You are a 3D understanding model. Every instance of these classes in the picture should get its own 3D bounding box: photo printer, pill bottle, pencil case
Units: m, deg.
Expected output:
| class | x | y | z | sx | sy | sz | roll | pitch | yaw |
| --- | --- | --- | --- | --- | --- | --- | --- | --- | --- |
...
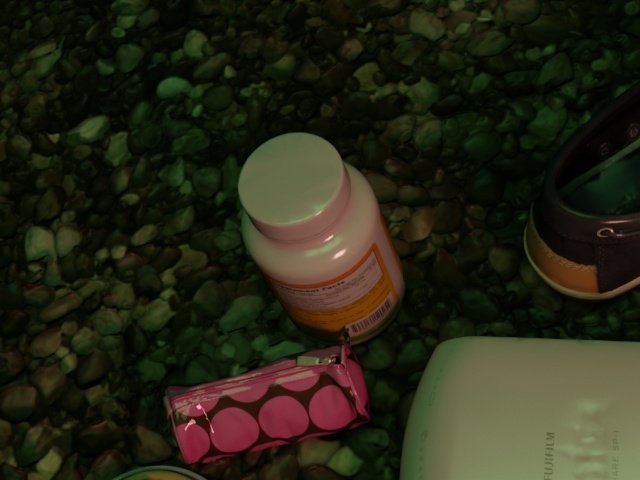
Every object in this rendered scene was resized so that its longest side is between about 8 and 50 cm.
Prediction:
| class | x | y | z | sx | sy | sz | roll | pitch | yaw |
| --- | --- | --- | --- | --- | --- | --- | --- | --- | --- |
| photo printer | 0.227 | 0.212 | 0.984 | 0.307 | 0.107 | 0.256 | 1 | 63 | 16 |
| pill bottle | 0.000 | 0.000 | 1.081 | 0.136 | 0.245 | 0.136 | -7 | 60 | 12 |
| pencil case | -0.057 | 0.162 | 1.096 | 0.209 | 0.098 | 0.095 | -17 | 59 | 7 |

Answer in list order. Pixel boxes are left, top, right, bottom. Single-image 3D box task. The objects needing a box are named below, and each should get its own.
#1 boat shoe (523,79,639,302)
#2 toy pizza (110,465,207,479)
| class | x | y | z | sx | sy | sz | roll | pitch | yaw |
| --- | --- | --- | --- | --- | --- | --- | --- | --- | --- |
| boat shoe | 0.418 | -0.128 | 1.093 | 0.500 | 0.156 | 0.187 | -35 | 57 | -6 |
| toy pizza | -0.177 | 0.321 | 1.079 | 0.201 | 0.032 | 0.201 | -7 | 61 | 12 |
